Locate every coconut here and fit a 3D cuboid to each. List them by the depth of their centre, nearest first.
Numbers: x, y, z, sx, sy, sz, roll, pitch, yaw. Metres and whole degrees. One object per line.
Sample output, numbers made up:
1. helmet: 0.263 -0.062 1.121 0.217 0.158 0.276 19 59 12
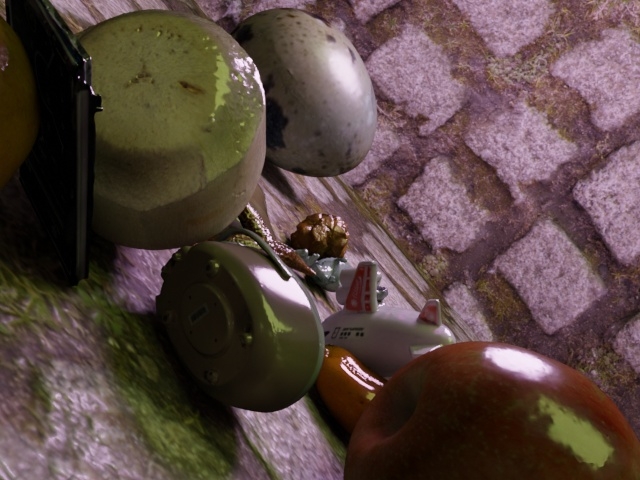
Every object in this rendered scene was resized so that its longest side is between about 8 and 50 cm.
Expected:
1. coconut: -0.176 -0.110 0.918 0.237 0.237 0.266 51 -16 8

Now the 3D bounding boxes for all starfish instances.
1. starfish: -0.085 0.022 1.184 0.238 0.057 0.213 1 71 -47

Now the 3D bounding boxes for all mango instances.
1. mango: 0.045 0.215 1.143 0.159 0.084 0.105 35 20 23

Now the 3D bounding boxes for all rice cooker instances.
1. rice cooker: -0.085 0.083 0.878 0.206 0.145 0.127 52 20 27

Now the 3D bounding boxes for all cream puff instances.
1. cream puff: 0.000 0.000 1.656 0.122 0.116 0.094 47 44 -51

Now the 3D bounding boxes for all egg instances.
1. egg: -0.051 -0.340 1.974 0.428 0.345 0.345 52 10 -10

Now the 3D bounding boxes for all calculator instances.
1. calculator: -0.234 -0.095 0.717 0.166 0.028 0.274 53 -33 25

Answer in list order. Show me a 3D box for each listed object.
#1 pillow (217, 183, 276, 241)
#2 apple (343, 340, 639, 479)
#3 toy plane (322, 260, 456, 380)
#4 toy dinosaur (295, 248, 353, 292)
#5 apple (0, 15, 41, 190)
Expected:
1. pillow: -0.138 -0.057 1.326 0.185 0.075 0.302 44 15 -28
2. apple: 0.177 0.260 0.908 0.277 0.319 0.319 30 15 -13
3. toy plane: 0.090 0.150 1.222 0.118 0.252 0.252 -14 61 -46
4. toy dinosaur: 0.055 0.078 1.635 0.129 0.076 0.383 18 -8 22
5. apple: -0.285 -0.099 0.602 0.155 0.182 0.182 50 6 -49
